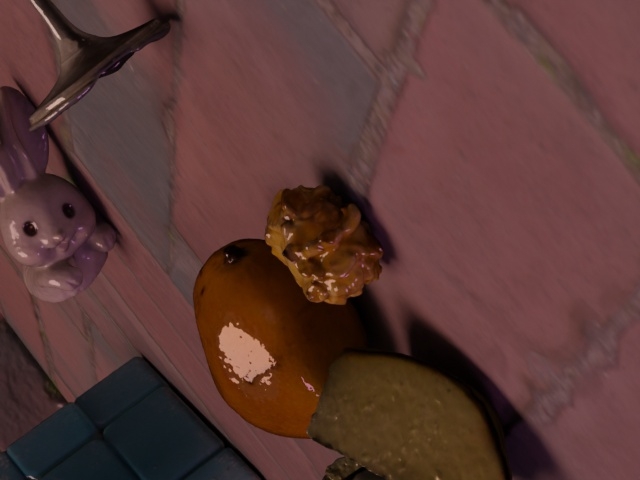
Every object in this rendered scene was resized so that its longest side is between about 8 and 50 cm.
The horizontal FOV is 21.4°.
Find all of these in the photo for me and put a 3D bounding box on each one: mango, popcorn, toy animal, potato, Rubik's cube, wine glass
[{"bbox_3d":[-0.028,0.082,1.197,0.147,0.109,0.227,43,164,22],"label":"mango"},{"bbox_3d":[0.000,0.000,1.039,0.083,0.057,0.082,59,171,-30],"label":"popcorn"},{"bbox_3d":[-0.292,-0.042,1.729,0.131,0.103,0.221,40,160,46],"label":"toy animal"},{"bbox_3d":[0.085,0.125,1.079,0.149,0.081,0.120,26,-177,28],"label":"potato"},{"bbox_3d":[-0.222,0.398,2.079,0.322,0.316,0.319,40,160,46],"label":"Rubik's cube"},{"bbox_3d":[-0.213,-0.196,1.111,0.232,0.156,0.156,52,165,-10],"label":"wine glass"}]

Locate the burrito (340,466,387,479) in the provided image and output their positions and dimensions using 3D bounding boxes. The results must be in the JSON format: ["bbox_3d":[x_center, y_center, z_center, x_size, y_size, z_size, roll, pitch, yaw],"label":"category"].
[{"bbox_3d":[0.106,0.248,1.206,0.229,0.089,0.144,36,176,37],"label":"burrito"}]

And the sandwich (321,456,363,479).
[{"bbox_3d":[0.073,0.285,1.373,0.244,0.090,0.088,60,166,-22],"label":"sandwich"}]
